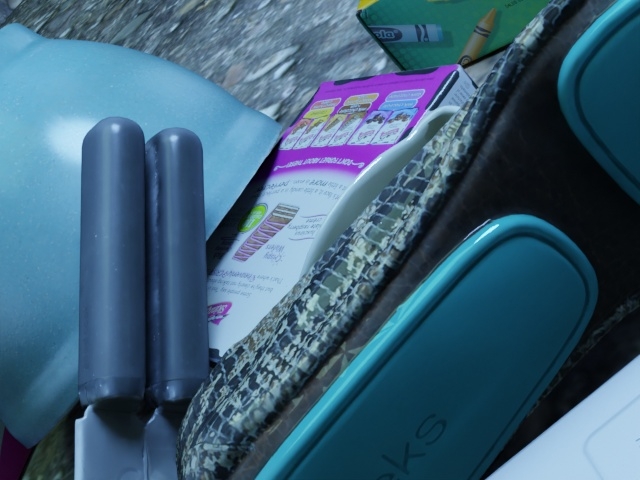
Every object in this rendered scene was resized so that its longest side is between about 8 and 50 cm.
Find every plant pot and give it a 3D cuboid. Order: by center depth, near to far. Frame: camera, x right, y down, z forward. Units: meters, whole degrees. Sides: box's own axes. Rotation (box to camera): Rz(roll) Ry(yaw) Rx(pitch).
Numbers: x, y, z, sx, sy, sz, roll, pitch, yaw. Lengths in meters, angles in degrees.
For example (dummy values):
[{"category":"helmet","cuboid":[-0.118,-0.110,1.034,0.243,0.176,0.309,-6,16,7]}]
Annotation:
[{"category":"plant pot","cuboid":[-0.194,-0.028,0.851,0.293,0.196,0.293,-51,8,10]}]

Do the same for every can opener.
[{"category":"can opener","cuboid":[-0.111,0.076,0.678,0.095,0.076,0.284,-26,62,54]}]

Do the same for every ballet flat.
[{"category":"ballet flat","cuboid":[0.105,-0.035,0.552,0.483,0.164,0.182,-44,30,9]}]

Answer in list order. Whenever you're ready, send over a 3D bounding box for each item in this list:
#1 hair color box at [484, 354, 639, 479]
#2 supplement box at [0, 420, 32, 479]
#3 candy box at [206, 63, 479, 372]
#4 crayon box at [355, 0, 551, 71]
[{"category":"hair color box","cuboid":[0.216,0.049,0.333,0.347,0.105,0.174,-41,26,9]},{"category":"supplement box","cuboid":[-0.305,0.177,0.900,0.114,0.111,0.220,-28,30,32]},{"category":"candy box","cuboid":[0.000,0.000,0.760,0.233,0.071,0.159,-53,27,-18]},{"category":"crayon box","cuboid":[0.169,-0.235,0.845,0.278,0.081,0.165,-21,34,40]}]
